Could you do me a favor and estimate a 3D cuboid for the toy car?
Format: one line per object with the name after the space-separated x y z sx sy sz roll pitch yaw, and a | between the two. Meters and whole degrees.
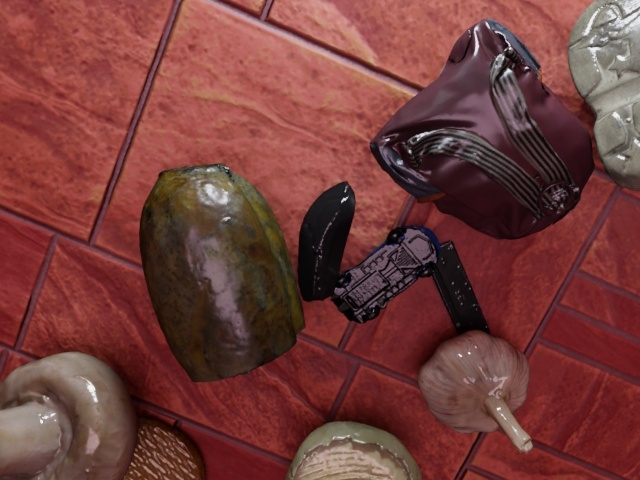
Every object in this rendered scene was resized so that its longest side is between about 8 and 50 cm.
0.114 0.054 1.067 0.216 0.063 0.103 -40 99 9 | toy car

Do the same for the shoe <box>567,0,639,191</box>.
0.510 -0.223 0.961 0.132 0.211 0.341 -21 66 42 | shoe

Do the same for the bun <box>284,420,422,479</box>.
0.062 0.450 1.110 0.260 0.152 0.259 0 90 4 | bun

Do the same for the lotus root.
-0.172 0.041 0.997 0.251 0.250 0.345 -14 96 5 | lotus root

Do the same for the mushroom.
-0.471 0.336 1.021 0.298 0.290 0.297 -3 81 18 | mushroom

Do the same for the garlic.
0.280 0.278 1.024 0.199 0.226 0.199 -5 119 -10 | garlic

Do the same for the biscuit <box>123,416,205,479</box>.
-0.348 0.461 1.186 0.254 0.035 0.253 1 101 3 | biscuit

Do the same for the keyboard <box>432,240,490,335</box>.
0.248 0.097 1.097 0.060 0.018 0.195 -25 100 0 | keyboard

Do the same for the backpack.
0.274 -0.142 0.950 0.317 0.197 0.283 41 98 -8 | backpack

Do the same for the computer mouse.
0.000 0.000 1.032 0.074 0.122 0.217 11 100 -12 | computer mouse
